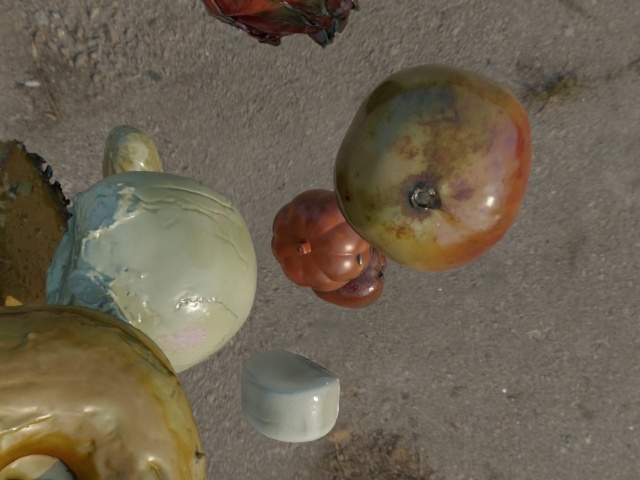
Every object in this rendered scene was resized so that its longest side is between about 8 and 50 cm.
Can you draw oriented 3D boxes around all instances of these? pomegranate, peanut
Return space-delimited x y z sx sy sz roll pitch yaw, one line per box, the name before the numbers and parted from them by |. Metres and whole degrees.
pomegranate | 0.142 -0.093 0.785 0.229 0.270 0.252 22 109 8
peanut | -0.468 -0.147 1.589 0.152 0.313 0.152 -5 44 5

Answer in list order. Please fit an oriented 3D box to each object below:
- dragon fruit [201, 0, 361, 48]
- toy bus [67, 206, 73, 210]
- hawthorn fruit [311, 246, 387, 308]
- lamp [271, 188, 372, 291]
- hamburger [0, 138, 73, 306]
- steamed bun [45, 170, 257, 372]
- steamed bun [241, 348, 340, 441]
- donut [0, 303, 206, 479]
dragon fruit | -0.064 -0.386 0.808 0.299 0.244 0.244 32 81 -30
toy bus | -0.658 -0.019 1.866 0.134 0.246 0.113 -24 62 10
hawthorn fruit | 0.060 0.090 1.812 0.262 0.210 0.210 8 85 14
lamp | 0.000 0.000 1.106 0.188 0.164 0.187 5 102 25
hamburger | -0.580 0.067 1.068 0.268 0.287 0.445 1 127 13
steamed bun | -0.246 0.076 0.951 0.312 0.233 0.333 5 130 -29
steamed bun | -0.086 0.351 1.396 0.164 0.242 0.146 -14 112 -42
donut | -0.314 0.284 0.657 0.449 0.198 0.448 10 72 -33
